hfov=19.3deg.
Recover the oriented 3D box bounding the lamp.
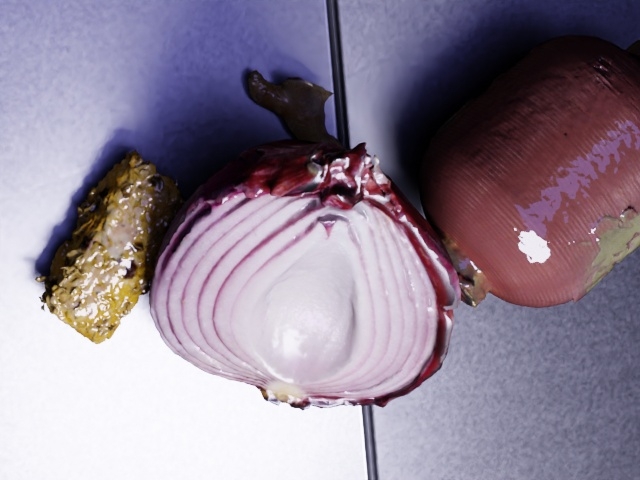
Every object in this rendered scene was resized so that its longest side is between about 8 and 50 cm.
[{"bbox_3d":[0.186,-0.054,1.471,0.258,0.180,0.180,-41,110,-7],"label":"lamp"}]

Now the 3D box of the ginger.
[{"bbox_3d":[-0.013,-0.106,1.468,0.048,0.030,0.097,-40,109,24],"label":"ginger"}]

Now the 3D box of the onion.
[{"bbox_3d":[0.000,0.000,1.397,0.227,0.120,0.283,15,139,-6],"label":"onion"}]

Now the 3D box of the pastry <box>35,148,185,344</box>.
[{"bbox_3d":[-0.156,0.006,1.435,0.080,0.056,0.140,37,91,-27],"label":"pastry"}]
